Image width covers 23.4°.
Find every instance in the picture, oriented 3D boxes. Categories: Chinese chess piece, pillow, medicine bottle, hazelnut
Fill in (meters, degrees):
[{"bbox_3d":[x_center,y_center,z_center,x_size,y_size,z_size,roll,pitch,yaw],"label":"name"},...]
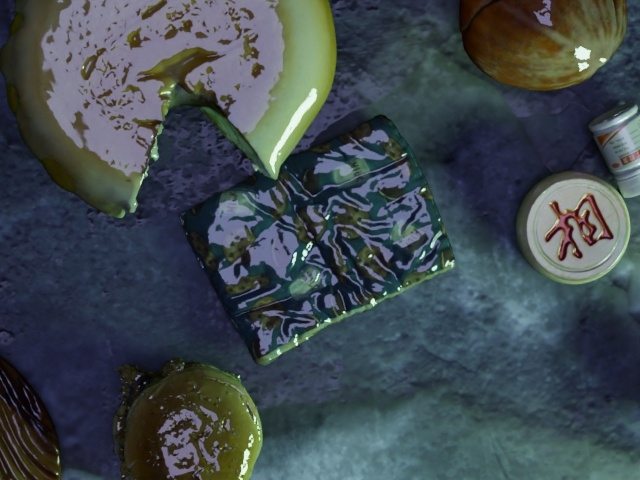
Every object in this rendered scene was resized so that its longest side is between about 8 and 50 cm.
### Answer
[{"bbox_3d":[0.269,-0.014,1.652,0.122,0.051,0.122,-1,97,-5],"label":"Chinese chess piece"},{"bbox_3d":[0.001,-0.002,1.643,0.255,0.034,0.189,-26,96,0],"label":"pillow"},{"bbox_3d":[0.328,-0.097,1.645,0.057,0.057,0.089,-27,99,-1],"label":"medicine bottle"},{"bbox_3d":[0.219,-0.228,1.568,0.182,0.182,0.182,-1,97,-5],"label":"hazelnut"}]

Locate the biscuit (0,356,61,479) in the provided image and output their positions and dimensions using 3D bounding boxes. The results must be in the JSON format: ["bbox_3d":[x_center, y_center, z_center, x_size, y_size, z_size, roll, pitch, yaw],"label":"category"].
[{"bbox_3d":[-0.433,0.245,1.629,0.318,0.040,0.318,0,97,-4],"label":"biscuit"}]

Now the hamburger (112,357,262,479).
[{"bbox_3d":[-0.143,0.192,1.602,0.185,0.131,0.159,44,88,-4],"label":"hamburger"}]

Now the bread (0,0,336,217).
[{"bbox_3d":[-0.151,-0.189,1.541,0.333,0.160,0.333,-1,96,-7],"label":"bread"}]
